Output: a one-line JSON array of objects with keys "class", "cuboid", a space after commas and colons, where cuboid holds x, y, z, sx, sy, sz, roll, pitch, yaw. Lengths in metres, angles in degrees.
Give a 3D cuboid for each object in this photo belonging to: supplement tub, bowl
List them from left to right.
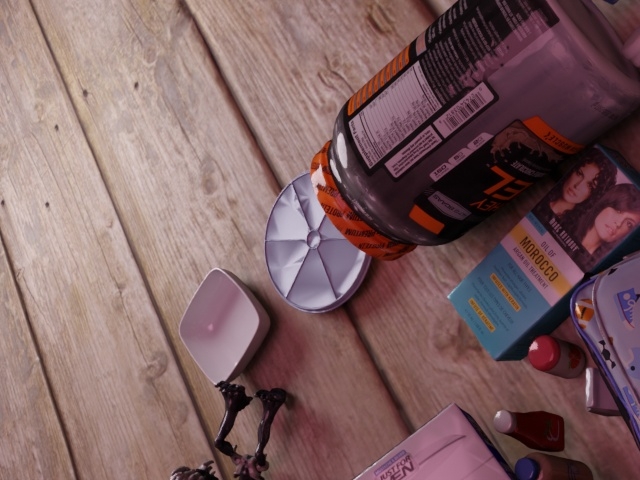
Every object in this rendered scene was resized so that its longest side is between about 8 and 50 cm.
[{"class": "bowl", "cuboid": [-0.135, 0.126, 1.286, 0.142, 0.053, 0.142, 46, 115, 34]}, {"class": "supplement tub", "cuboid": [0.158, -0.133, 0.959, 0.338, 0.207, 0.207, -39, 61, 32]}]

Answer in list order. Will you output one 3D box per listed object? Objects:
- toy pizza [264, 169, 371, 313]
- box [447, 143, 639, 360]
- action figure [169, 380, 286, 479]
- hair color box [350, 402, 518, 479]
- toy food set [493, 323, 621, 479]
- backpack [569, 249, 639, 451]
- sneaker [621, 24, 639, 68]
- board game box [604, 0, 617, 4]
[{"class": "toy pizza", "cuboid": [0.000, 0.000, 1.197, 0.201, 0.032, 0.201, -6, 81, 42]}, {"class": "box", "cuboid": [0.258, 0.019, 0.951, 0.244, 0.060, 0.101, -50, 56, 25]}, {"class": "action figure", "cuboid": [-0.124, 0.338, 1.196, 0.164, 0.141, 0.276, 6, 87, 30]}, {"class": "hair color box", "cuboid": [0.168, 0.353, 0.853, 0.185, 0.110, 0.339, -38, 64, 5]}, {"class": "toy food set", "cuboid": [0.248, 0.176, 0.885, 0.111, 0.104, 0.232, -14, 64, 48]}, {"class": "backpack", "cuboid": [0.376, 0.088, 0.745, 0.263, 0.213, 0.277, -28, 66, 15]}, {"class": "sneaker", "cuboid": [0.401, -0.237, 0.858, 0.094, 0.080, 0.212, 41, 98, -2]}, {"class": "board game box", "cuboid": [0.327, -0.384, 0.915, 0.160, 0.039, 0.212, -40, 52, 45]}]
